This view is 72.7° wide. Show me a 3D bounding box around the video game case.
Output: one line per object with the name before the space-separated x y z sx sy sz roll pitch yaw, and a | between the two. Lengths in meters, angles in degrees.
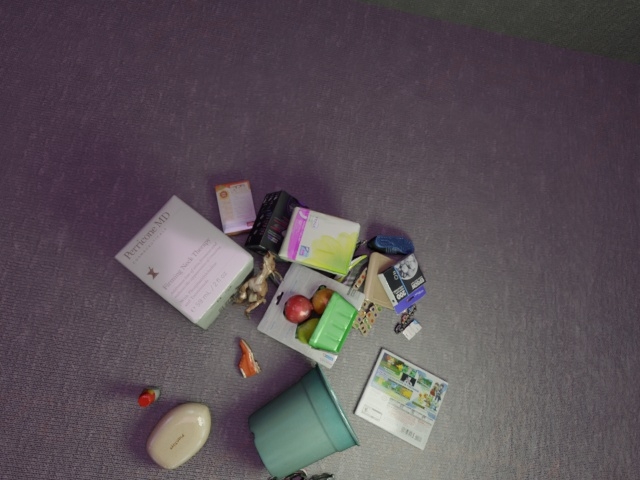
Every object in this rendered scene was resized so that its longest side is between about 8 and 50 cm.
video game case | 0.349 0.677 1.868 0.328 0.036 0.300 28 73 1

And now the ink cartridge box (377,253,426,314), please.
ink cartridge box | 0.380 0.195 1.951 0.206 0.045 0.209 -29 96 -29

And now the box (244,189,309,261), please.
box | -0.190 -0.060 1.905 0.165 0.143 0.271 33 69 -32

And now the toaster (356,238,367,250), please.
toaster | 0.089 0.029 1.937 0.185 0.168 0.110 -30 79 -14

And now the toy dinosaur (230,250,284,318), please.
toy dinosaur | -0.257 0.199 1.822 0.127 0.296 0.200 39 41 1

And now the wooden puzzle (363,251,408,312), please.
wooden puzzle | 0.303 0.191 1.962 0.238 0.044 0.221 21 71 -25

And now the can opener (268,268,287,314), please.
can opener | -0.167 0.220 1.895 0.093 0.074 0.281 -33 82 -17

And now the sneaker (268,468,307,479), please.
sneaker | -0.135 0.945 1.701 0.178 0.077 0.072 -23 78 -13

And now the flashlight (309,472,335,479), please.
flashlight | 0.029 1.074 1.678 0.103 0.103 0.305 -7 75 -13

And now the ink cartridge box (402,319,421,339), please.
ink cartridge box | 0.407 0.403 1.954 0.083 0.028 0.048 -39 83 -16

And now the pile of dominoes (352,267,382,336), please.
pile of dominoes | 0.205 0.275 1.914 0.196 0.040 0.251 43 71 -21

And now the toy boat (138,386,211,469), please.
toy boat | -0.580 0.695 1.685 0.267 0.148 0.318 -41 91 -11

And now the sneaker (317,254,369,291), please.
sneaker | 0.115 0.179 1.946 0.300 0.111 0.121 -44 99 -14

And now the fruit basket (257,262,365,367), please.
fruit basket | -0.037 0.299 1.791 0.352 0.165 0.327 21 75 23

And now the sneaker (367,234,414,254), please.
sneaker | 0.327 0.024 2.026 0.232 0.090 0.082 14 71 -27

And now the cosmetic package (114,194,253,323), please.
cosmetic package | -0.519 0.103 1.746 0.393 0.327 0.329 37 73 4

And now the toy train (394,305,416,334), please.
toy train | 0.384 0.355 1.966 0.036 0.027 0.158 36 73 14

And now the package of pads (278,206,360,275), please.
package of pads | 0.000 0.000 1.803 0.296 0.101 0.230 16 78 5

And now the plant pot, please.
plant pot | -0.073 0.706 1.662 0.333 0.341 0.341 -29 81 -7

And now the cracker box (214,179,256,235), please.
cracker box | -0.379 -0.144 1.969 0.155 0.067 0.233 -11 76 -11

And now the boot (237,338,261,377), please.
boot | -0.315 0.492 1.811 0.084 0.059 0.158 -24 81 -9
